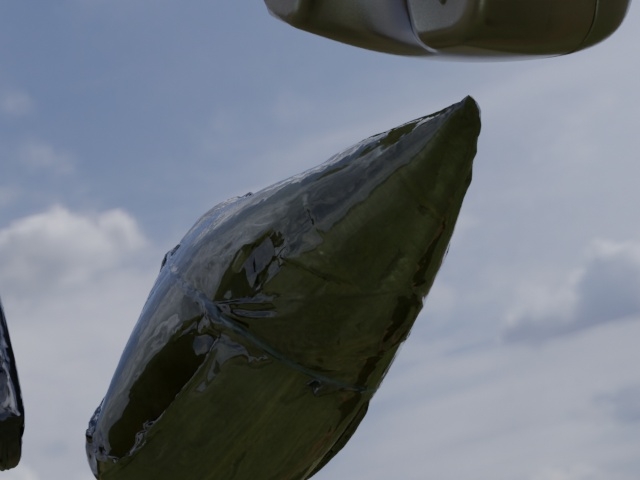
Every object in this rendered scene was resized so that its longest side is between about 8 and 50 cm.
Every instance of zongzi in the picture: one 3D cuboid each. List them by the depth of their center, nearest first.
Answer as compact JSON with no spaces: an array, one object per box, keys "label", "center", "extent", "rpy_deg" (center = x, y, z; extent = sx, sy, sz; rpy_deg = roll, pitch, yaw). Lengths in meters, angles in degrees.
[{"label":"zongzi","center":[0.000,0.000,1.438],"extent":[0.393,0.174,0.356],"rpy_deg":[-54,10,20]}]

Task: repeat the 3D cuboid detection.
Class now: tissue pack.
[{"label":"tissue pack","center":[0.135,-0.312,1.905],"extent":[0.277,0.267,0.387],"rpy_deg":[-5,12,-38]}]

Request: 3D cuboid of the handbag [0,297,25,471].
[{"label":"handbag","center":[-0.321,0.050,1.204],"extent":[0.244,0.275,0.088],"rpy_deg":[-11,-37,-20]}]
